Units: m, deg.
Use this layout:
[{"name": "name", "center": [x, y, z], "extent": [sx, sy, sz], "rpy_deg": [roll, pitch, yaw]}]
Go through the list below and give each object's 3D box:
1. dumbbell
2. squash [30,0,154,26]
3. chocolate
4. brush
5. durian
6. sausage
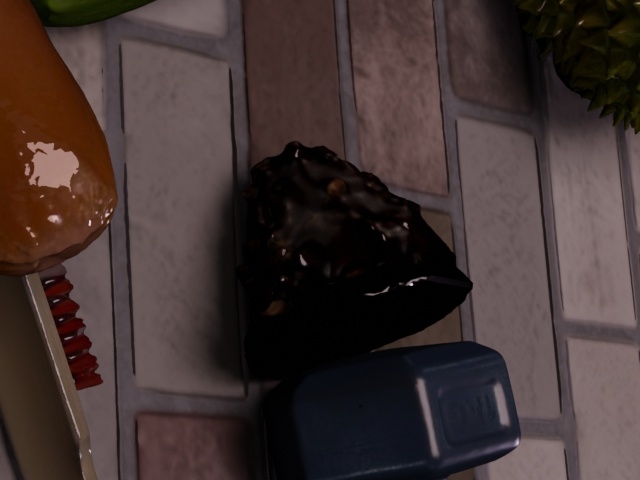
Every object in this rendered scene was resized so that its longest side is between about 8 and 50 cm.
[{"name": "dumbbell", "center": [0.067, 0.225, 1.132], "extent": [0.144, 0.160, 0.324], "rpy_deg": [-12, 86, -14]}, {"name": "squash", "center": [-0.088, -0.196, 1.155], "extent": [0.292, 0.082, 0.082], "rpy_deg": [-30, 99, -44]}, {"name": "chocolate", "center": [0.000, 0.000, 1.156], "extent": [0.156, 0.156, 0.133], "rpy_deg": [-7, 66, -44]}, {"name": "brush", "center": [-0.138, 0.114, 1.031], "extent": [0.050, 0.060, 0.321], "rpy_deg": [-16, 89, -56]}, {"name": "durian", "center": [0.265, -0.220, 1.398], "extent": [0.291, 0.225, 0.291], "rpy_deg": [20, 58, -36]}, {"name": "sausage", "center": [-0.198, -0.103, 0.969], "extent": [0.105, 0.105, 0.274], "rpy_deg": [-15, 68, -45]}]
